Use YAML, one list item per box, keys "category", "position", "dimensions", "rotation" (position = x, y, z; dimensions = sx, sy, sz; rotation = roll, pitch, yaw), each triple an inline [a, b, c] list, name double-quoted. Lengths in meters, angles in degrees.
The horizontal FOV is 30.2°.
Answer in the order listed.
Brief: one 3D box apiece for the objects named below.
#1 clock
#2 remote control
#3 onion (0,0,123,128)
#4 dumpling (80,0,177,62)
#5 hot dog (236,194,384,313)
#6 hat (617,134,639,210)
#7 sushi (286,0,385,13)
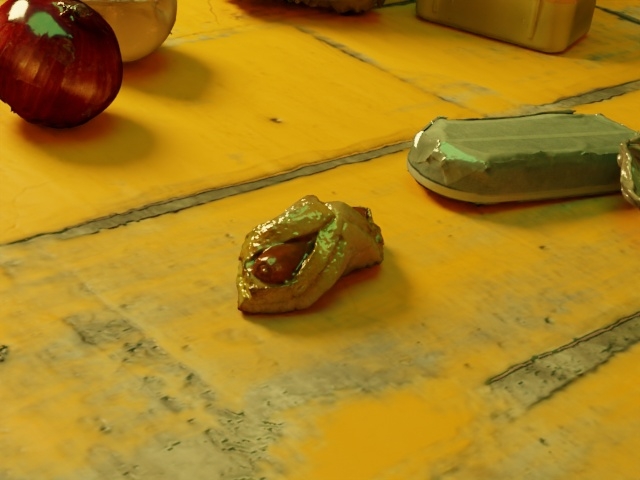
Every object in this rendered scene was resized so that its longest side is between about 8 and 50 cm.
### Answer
- category: "clock"
  position: [0.232, -0.309, 1.467]
  dimensions: [0.202, 0.096, 0.143]
  rotation: [19, 34, 24]
- category: "remote control"
  position: [0.191, -0.077, 1.068]
  dimensions: [0.247, 0.052, 0.104]
  rotation: [-7, 33, -29]
- category: "onion"
  position: [-0.238, -0.162, 1.056]
  dimensions: [0.131, 0.131, 0.131]
  rotation: [5, 28, -3]
- category: "dumpling"
  position: [-0.225, -0.235, 1.221]
  dimensions: [0.150, 0.092, 0.176]
  rotation: [2, 29, -12]
- category: "hot dog"
  position: [-0.001, -0.001, 0.867]
  dimensions: [0.078, 0.061, 0.169]
  rotation: [22, 32, 24]
- category: "hat"
  position: [0.382, -0.027, 1.003]
  dimensions: [0.245, 0.149, 0.214]
  rotation: [46, 39, -6]
- category: "sushi"
  position: [-0.016, -0.498, 1.485]
  dimensions: [0.240, 0.351, 0.397]
  rotation: [4, 29, -5]
